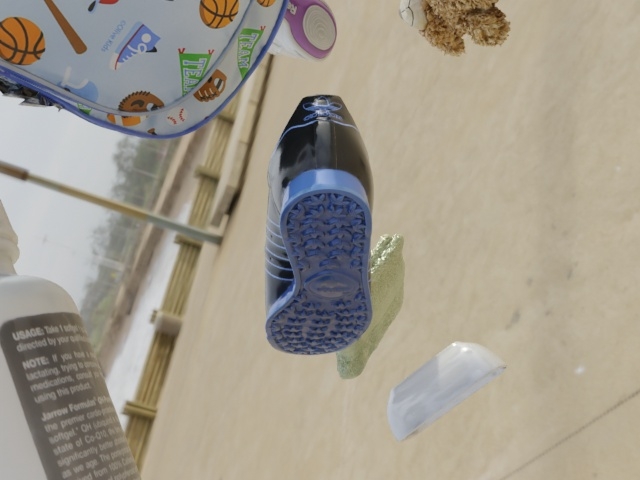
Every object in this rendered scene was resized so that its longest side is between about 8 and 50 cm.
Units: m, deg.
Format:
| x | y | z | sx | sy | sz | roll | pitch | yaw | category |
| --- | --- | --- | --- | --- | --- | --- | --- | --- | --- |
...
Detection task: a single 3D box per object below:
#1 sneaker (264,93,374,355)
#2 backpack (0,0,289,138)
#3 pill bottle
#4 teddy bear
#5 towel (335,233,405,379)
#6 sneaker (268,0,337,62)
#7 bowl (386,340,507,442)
| x | y | z | sx | sy | sz | roll | pitch | yaw | category |
| --- | --- | --- | --- | --- | --- | --- | --- | --- | --- |
| 0.000 | 0.000 | 0.559 | 0.232 | 0.081 | 0.090 | 100 | 171 | -55 | sneaker |
| -0.146 | -0.203 | 0.544 | 0.276 | 0.263 | 0.213 | -54 | 47 | 13 | backpack |
| -0.223 | 0.131 | 0.509 | 0.319 | 0.176 | 0.176 | 67 | 155 | 9 | pill bottle |
| 0.194 | -0.379 | 1.116 | 0.113 | 0.245 | 0.338 | -35 | 17 | -12 | teddy bear |
| 0.056 | 0.070 | 0.852 | 0.148 | 0.027 | 0.110 | -49 | -38 | -41 | towel |
| -0.112 | -0.342 | 1.083 | 0.152 | 0.305 | 0.114 | 13 | 73 | 43 | sneaker |
| 0.133 | 0.160 | 0.863 | 0.142 | 0.053 | 0.142 | -39 | -17 | 7 | bowl |
